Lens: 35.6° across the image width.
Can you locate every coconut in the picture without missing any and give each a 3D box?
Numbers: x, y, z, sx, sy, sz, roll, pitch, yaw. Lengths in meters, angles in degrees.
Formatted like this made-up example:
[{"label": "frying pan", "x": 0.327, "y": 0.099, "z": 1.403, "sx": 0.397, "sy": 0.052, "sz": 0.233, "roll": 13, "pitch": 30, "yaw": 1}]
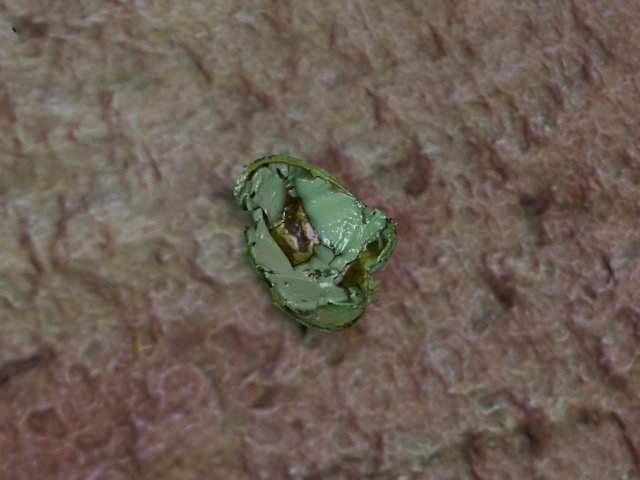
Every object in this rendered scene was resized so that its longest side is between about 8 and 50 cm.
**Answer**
[{"label": "coconut", "x": -0.003, "y": 0.003, "z": 0.852, "sx": 0.133, "sy": 0.055, "sz": 0.158, "roll": -9, "pitch": 79, "yaw": -26}]
